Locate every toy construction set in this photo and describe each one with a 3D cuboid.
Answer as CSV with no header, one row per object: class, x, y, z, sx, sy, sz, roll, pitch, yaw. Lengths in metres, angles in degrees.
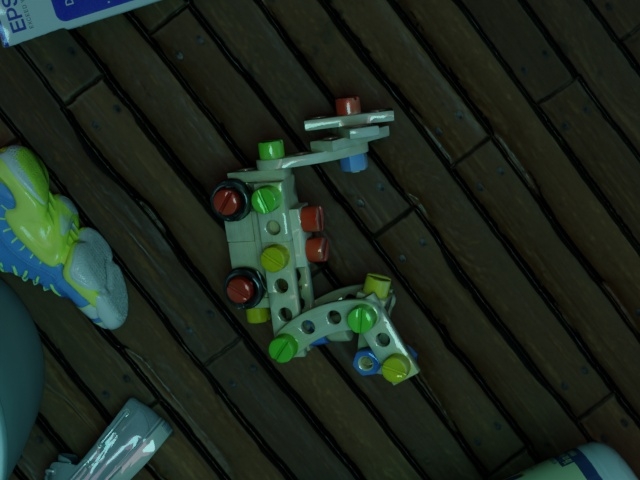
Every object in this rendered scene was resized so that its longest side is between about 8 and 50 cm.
toy construction set,0.000,0.000,1.446,0.215,0.151,0.327,-3,88,20

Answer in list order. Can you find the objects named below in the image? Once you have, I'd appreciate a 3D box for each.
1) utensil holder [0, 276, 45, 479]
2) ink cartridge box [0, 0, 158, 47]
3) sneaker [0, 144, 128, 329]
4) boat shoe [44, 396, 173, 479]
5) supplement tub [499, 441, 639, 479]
utensil holder,-0.453,0.169,1.309,0.328,0.385,0.327,0,96,-4
ink cartridge box,-0.248,-0.394,1.372,0.307,0.072,0.303,-21,106,-19
sneaker,-0.322,0.014,1.467,0.126,0.091,0.240,-29,98,17
boat shoe,-0.274,0.276,1.495,0.081,0.079,0.227,44,86,2
supplement tub,0.207,0.380,1.380,0.325,0.235,0.235,-23,97,-2
